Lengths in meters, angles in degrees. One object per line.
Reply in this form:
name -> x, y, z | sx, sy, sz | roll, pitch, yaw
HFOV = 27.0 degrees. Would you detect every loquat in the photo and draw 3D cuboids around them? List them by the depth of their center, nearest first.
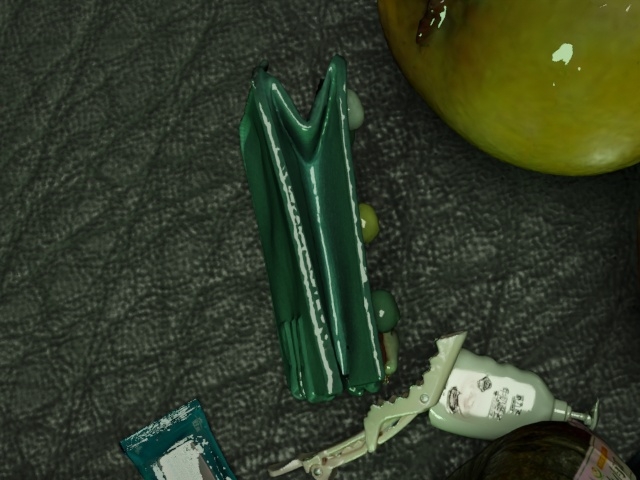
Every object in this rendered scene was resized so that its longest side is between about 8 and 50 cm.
loquat -> 0.227, -0.219, 1.132 | 0.359, 0.328, 0.329 | -6, 80, -39

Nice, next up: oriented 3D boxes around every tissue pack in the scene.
tissue pack -> -0.117, 0.223, 1.220 | 0.085, 0.028, 0.138 | -29, 78, -4

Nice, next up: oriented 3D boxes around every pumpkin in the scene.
pumpkin -> 0.141, 0.256, 1.091 | 0.189, 0.260, 0.260 | 41, 86, 5

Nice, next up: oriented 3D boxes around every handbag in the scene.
handbag -> 0.004, -0.003, 1.126 | 0.100, 0.269, 0.274 | -11, 82, -7

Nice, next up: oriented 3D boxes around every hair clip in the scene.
hair clip -> 0.056, 0.166, 1.187 | 0.226, 0.034, 0.072 | -39, 84, 13

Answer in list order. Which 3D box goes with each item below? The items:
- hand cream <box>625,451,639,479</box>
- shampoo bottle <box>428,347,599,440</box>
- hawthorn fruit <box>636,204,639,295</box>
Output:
hand cream -> 0.298, 0.263, 1.083 | 0.061, 0.120, 0.271 | 22, 40, -15
shampoo bottle -> 0.175, 0.148, 1.205 | 0.151, 0.045, 0.077 | 13, 84, 4
hawthorn fruit -> 0.386, 0.023, 1.036 | 0.315, 0.316, 0.316 | 0, 83, 3
